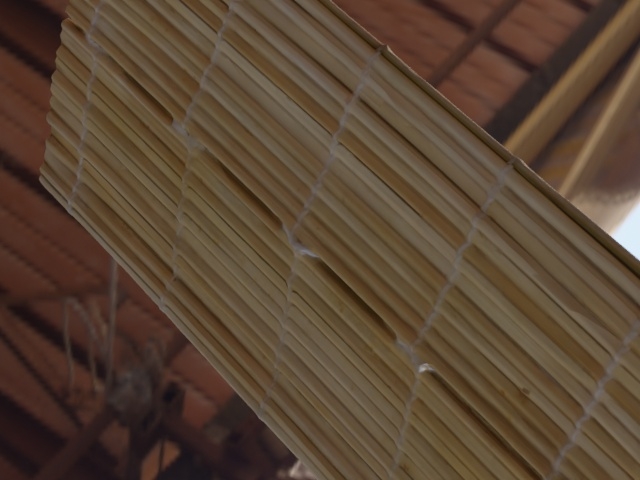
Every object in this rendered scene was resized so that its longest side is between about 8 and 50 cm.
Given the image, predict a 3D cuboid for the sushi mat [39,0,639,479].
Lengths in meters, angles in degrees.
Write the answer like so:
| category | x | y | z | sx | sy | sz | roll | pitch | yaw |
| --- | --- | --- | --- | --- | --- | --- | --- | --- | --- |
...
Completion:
| category | x | y | z | sx | sy | sz | roll | pitch | yaw |
| --- | --- | --- | --- | --- | --- | --- | --- | --- | --- |
| sushi mat | 0.000 | 0.000 | 0.601 | 0.019 | 0.151 | 0.316 | -12 | -137 | -38 |
